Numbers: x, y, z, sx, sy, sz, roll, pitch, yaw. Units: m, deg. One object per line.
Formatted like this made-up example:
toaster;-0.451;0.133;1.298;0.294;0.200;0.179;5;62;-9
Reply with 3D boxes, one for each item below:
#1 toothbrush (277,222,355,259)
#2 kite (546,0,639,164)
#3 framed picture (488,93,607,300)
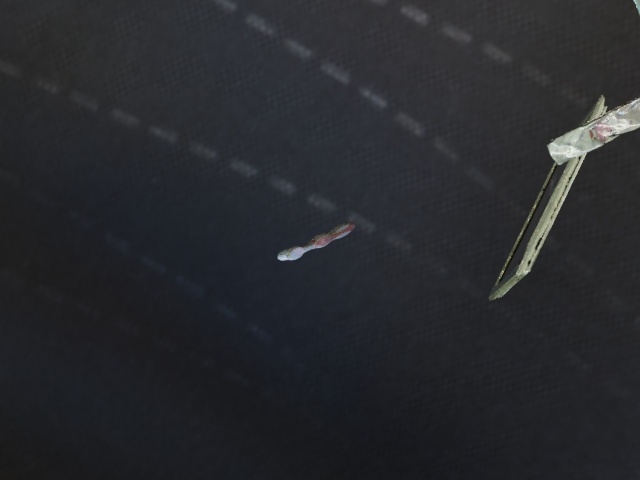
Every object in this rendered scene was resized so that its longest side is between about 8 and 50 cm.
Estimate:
toothbrush;0.000;0.000;1.711;0.193;0.019;0.013;-25;102;-65
kite;0.348;-0.146;1.444;0.335;0.314;0.011;58;10;-6
framed picture;0.271;-0.041;1.942;0.018;0.293;0.231;26;84;4
